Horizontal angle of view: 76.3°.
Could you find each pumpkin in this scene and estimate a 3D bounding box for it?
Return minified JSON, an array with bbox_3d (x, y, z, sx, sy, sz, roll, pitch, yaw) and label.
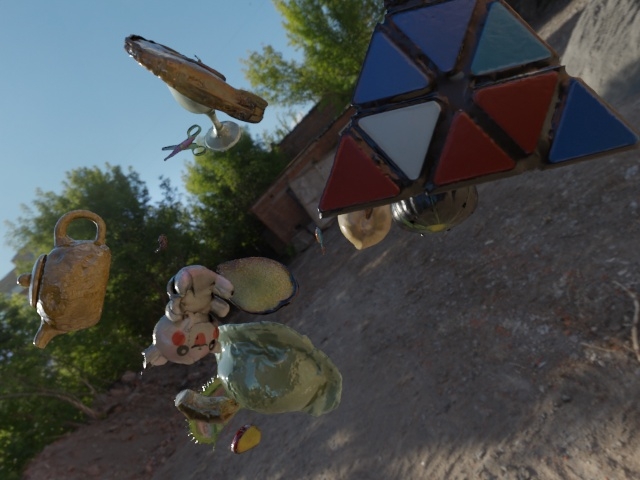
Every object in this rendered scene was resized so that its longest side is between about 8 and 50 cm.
[{"bbox_3d":[0.388,-0.166,1.407,0.296,0.296,0.296,-45,5,5],"label":"pumpkin"}]

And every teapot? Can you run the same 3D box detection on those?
[{"bbox_3d":[-0.566,0.081,0.900,0.203,0.167,0.310,-4,77,60],"label":"teapot"}]

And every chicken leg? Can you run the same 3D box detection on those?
[{"bbox_3d":[-0.553,0.014,1.426,0.021,0.036,0.083,-36,42,36],"label":"chicken leg"}]

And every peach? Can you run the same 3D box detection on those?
[{"bbox_3d":[-0.207,0.541,1.104,0.050,0.077,0.083,2,42,36],"label":"peach"},{"bbox_3d":[-0.201,0.144,1.281,0.189,0.280,0.068,-56,-21,-30],"label":"peach"}]

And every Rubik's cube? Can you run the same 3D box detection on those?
[{"bbox_3d":[0.107,-0.075,0.381,0.234,0.250,0.284,-39,-33,-18],"label":"Rubik's cube"}]

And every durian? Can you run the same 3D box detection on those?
[{"bbox_3d":[-0.359,0.594,1.506,0.351,0.169,0.158,-49,-23,-5],"label":"durian"}]

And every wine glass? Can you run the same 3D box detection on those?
[{"bbox_3d":[-0.366,-0.426,1.281,0.143,0.143,0.321,-47,-26,-14],"label":"wine glass"}]

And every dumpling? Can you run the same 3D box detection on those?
[{"bbox_3d":[-0.115,0.327,1.017,0.270,0.321,0.211,137,137,-62],"label":"dumpling"}]

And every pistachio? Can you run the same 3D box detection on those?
[{"bbox_3d":[0.179,-0.104,1.659,0.230,0.230,0.308,-42,27,33],"label":"pistachio"}]

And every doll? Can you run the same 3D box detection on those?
[{"bbox_3d":[-0.237,0.139,0.731,0.149,0.095,0.191,7,-85,-52],"label":"doll"}]

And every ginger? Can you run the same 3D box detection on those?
[{"bbox_3d":[-0.324,0.472,1.153,0.069,0.191,0.095,17,-104,-84],"label":"ginger"}]

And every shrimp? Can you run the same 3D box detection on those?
[{"bbox_3d":[-0.217,-0.290,0.725,0.058,0.253,0.173,-55,42,22],"label":"shrimp"}]

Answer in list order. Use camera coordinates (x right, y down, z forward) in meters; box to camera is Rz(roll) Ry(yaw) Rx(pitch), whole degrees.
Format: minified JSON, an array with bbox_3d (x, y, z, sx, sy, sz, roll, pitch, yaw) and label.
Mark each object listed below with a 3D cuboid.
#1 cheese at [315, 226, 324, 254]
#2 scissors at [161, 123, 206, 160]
[{"bbox_3d":[0.001,0.000,1.419,0.017,0.111,0.047,-8,34,13],"label":"cheese"},{"bbox_3d":[-0.540,-0.370,1.598,0.188,0.133,0.020,-20,-13,11],"label":"scissors"}]
